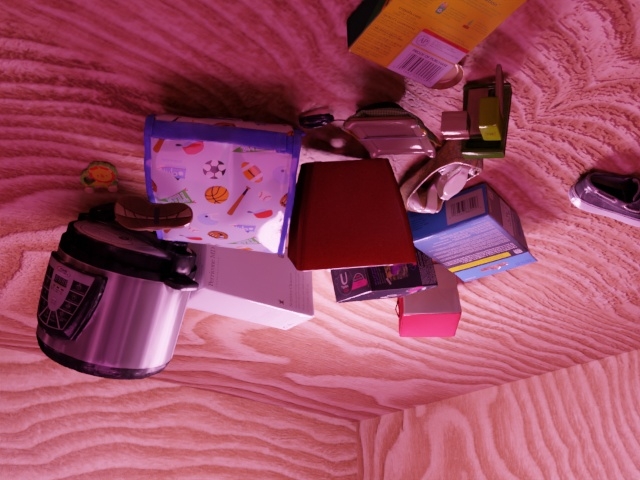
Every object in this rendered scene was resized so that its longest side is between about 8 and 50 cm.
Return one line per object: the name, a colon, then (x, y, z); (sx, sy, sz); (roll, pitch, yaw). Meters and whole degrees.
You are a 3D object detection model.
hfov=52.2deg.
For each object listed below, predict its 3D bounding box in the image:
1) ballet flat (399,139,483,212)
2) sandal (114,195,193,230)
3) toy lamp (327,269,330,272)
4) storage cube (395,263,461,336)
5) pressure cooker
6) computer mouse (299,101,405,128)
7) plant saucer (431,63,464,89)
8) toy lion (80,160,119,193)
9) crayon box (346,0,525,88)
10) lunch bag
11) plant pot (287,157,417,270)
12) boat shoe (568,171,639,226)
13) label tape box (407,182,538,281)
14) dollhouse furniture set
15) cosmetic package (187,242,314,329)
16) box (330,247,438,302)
ballet flat: (0.288, -0.135, 1.607); (0.123, 0.123, 0.348); (11, 150, -19)
sandal: (-0.351, -0.053, 1.385); (0.180, 0.072, 0.049); (4, 171, 9)
toy lamp: (0.025, 0.084, 2.043); (0.080, 0.080, 0.275); (-21, 145, 33)
storage cube: (0.354, 0.198, 2.145); (0.215, 0.183, 0.193); (-1, 150, 4)
pressure cooker: (-0.530, 0.112, 1.737); (0.370, 0.420, 0.375); (16, -173, -16)
computer mouse: (0.069, -0.276, 1.437); (0.242, 0.041, 0.071); (-1, 168, 11)
plant saucer: (0.250, -0.341, 1.332); (0.083, 0.015, 0.083); (0, 151, 0)
toy lion: (-0.557, -0.161, 1.642); (0.100, 0.034, 0.096); (-3, 144, 7)
crayon box: (0.214, -0.416, 1.126); (0.202, 0.081, 0.318); (16, 148, -28)
lunch bag: (-0.210, -0.148, 1.458); (0.328, 0.239, 0.385); (5, 158, -4)
plant pot: (0.060, -0.071, 1.522); (0.267, 0.236, 0.267); (-3, -173, -8)
boat shoe: (0.795, -0.114, 1.670); (0.301, 0.108, 0.102); (13, 151, -9)
label tape box: (0.431, -0.012, 1.840); (0.240, 0.106, 0.334); (-20, 147, 32)
dollhouse furniture set: (0.219, -0.266, 1.316); (0.301, 0.151, 0.197); (2, 169, 22)
cosmetic package: (-0.215, 0.117, 1.956); (0.385, 0.217, 0.156); (18, 147, -36)
box: (0.182, 0.091, 1.897); (0.270, 0.143, 0.165); (-1, 164, -36)
